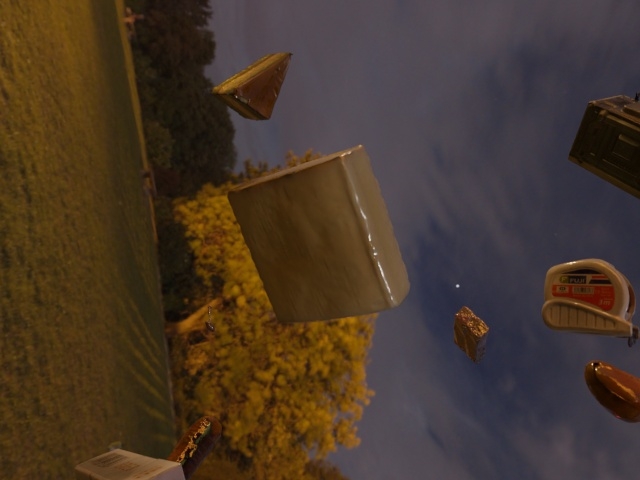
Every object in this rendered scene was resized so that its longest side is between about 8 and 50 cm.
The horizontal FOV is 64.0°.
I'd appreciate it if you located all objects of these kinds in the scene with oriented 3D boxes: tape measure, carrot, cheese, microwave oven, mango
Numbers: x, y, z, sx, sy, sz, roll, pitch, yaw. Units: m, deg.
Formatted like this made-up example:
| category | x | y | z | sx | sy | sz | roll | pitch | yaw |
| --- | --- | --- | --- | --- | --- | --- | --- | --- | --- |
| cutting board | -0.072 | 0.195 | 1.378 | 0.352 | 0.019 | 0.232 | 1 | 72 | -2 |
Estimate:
| category | x | y | z | sx | sy | sz | roll | pitch | yaw |
| --- | --- | --- | --- | --- | --- | --- | --- | --- | --- |
| tape measure | 0.846 | 0.192 | 1.610 | 0.258 | 0.130 | 0.264 | -3 | -107 | 45 |
| carrot | -0.291 | 0.475 | 1.053 | 0.260 | 0.070 | 0.070 | -55 | 150 | -50 |
| cheese | 0.000 | 0.000 | 0.875 | 0.243 | 0.124 | 0.265 | -12 | -75 | 35 |
| microwave oven | 0.753 | -0.228 | 1.222 | 0.240 | 0.145 | 0.193 | 50 | -30 | 44 |
| mango | 0.975 | 0.493 | 1.681 | 0.236 | 0.167 | 0.136 | 47 | -53 | 40 |

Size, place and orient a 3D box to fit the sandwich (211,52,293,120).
| category | x | y | z | sx | sy | sz | roll | pitch | yaw |
| --- | --- | --- | --- | --- | --- | --- | --- | --- | --- |
| sandwich | -0.141 | -0.350 | 1.074 | 0.079 | 0.113 | 0.163 | 15 | -98 | 40 |

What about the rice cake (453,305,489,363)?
| category | x | y | z | sx | sy | sz | roll | pitch | yaw |
| --- | --- | --- | --- | --- | --- | --- | --- | --- | --- |
| rice cake | 0.452 | 0.288 | 1.547 | 0.106 | 0.050 | 0.298 | 47 | -8 | 30 |

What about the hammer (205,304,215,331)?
| category | x | y | z | sx | sy | sz | roll | pitch | yaw |
| --- | --- | --- | --- | --- | --- | --- | --- | --- | --- |
| hammer | -0.240 | 0.165 | 1.109 | 0.029 | 0.014 | 0.123 | 57 | -4 | -19 |

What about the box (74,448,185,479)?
| category | x | y | z | sx | sy | sz | roll | pitch | yaw |
| --- | --- | --- | --- | --- | --- | --- | --- | --- | --- |
| box | -0.216 | 0.336 | 0.602 | 0.233 | 0.067 | 0.149 | -22 | -95 | 50 |
